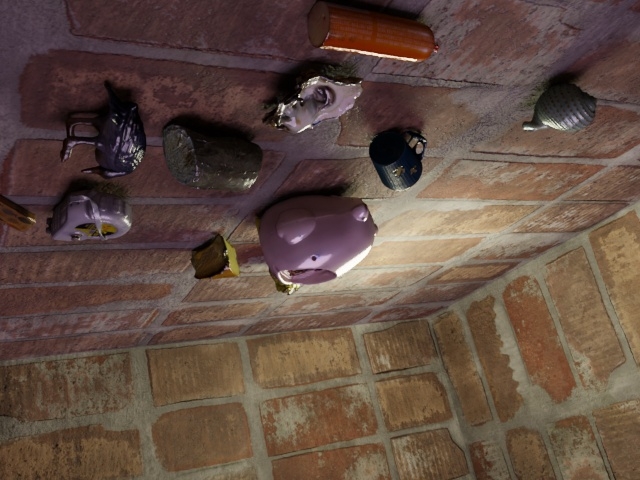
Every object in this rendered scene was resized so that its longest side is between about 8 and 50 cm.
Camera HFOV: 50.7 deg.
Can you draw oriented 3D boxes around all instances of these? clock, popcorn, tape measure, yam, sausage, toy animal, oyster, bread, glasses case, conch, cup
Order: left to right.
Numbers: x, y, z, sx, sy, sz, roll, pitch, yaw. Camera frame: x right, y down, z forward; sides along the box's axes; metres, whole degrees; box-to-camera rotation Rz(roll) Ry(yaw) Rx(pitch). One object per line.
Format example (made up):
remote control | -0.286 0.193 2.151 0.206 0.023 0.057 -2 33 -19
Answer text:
glasses case | -0.843 -0.071 1.819 0.064 0.041 0.170 -16 159 5
tape measure | -0.622 -0.065 1.858 0.197 0.120 0.236 9 156 -35
toy animal | -0.478 -0.228 1.521 0.185 0.122 0.298 12 142 -30
yam | -0.267 -0.198 1.683 0.154 0.154 0.254 -29 157 36
bread | -0.369 0.063 2.351 0.169 0.140 0.160 -9 165 -11
popcorn | -0.116 0.113 2.644 0.168 0.173 0.195 -32 153 -12
oyster | -0.015 -0.332 1.592 0.223 0.083 0.214 -10 164 -24
clock | 0.000 0.000 2.238 0.376 0.250 0.368 -16 160 9
sausage | 0.126 -0.428 1.410 0.312 0.093 0.093 -1 157 -32
cup | 0.227 -0.246 1.939 0.176 0.131 0.155 -46 151 3
conch | 0.661 -0.368 1.860 0.200 0.131 0.172 6 -159 32
